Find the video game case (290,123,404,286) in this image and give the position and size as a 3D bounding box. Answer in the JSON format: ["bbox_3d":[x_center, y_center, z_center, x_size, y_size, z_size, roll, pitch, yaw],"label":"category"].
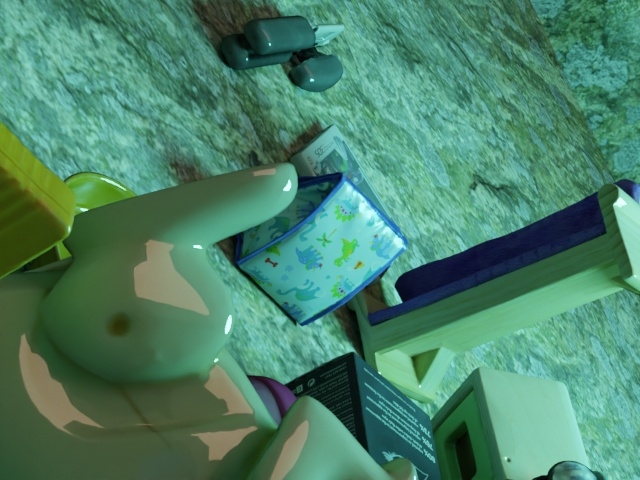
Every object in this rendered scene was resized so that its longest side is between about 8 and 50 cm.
[{"bbox_3d":[0.040,-0.049,2.105,0.190,0.022,0.173,58,22,-7],"label":"video game case"}]

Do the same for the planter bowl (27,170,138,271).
[{"bbox_3d":[-0.185,0.057,1.377,0.217,0.090,0.217,48,24,-31],"label":"planter bowl"}]

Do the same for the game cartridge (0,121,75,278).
[{"bbox_3d":[-0.344,-0.050,0.891,0.324,0.285,0.053,48,24,-29],"label":"game cartridge"}]

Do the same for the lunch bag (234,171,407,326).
[{"bbox_3d":[0.000,0.000,1.780,0.129,0.151,0.096,44,28,-35],"label":"lunch bag"}]

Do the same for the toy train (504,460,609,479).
[{"bbox_3d":[0.240,0.380,1.686,0.190,0.142,0.334,-107,-159,-43],"label":"toy train"}]

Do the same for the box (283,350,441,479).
[{"bbox_3d":[0.042,0.243,1.630,0.153,0.108,0.207,43,28,-39],"label":"box"}]

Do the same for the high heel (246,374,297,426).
[{"bbox_3d":[-0.012,0.289,1.445,0.181,0.127,0.377,28,42,-64],"label":"high heel"}]

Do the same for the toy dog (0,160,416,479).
[{"bbox_3d":[-0.120,0.194,1.077,0.395,0.284,0.408,-16,84,-37],"label":"toy dog"}]

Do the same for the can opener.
[{"bbox_3d":[-0.033,-0.237,2.107,0.095,0.076,0.283,61,22,2],"label":"can opener"}]

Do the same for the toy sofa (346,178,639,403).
[{"bbox_3d":[0.219,0.044,1.930,0.150,0.362,0.177,28,45,-53],"label":"toy sofa"}]

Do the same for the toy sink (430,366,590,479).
[{"bbox_3d":[0.178,0.275,1.828,0.131,0.234,0.153,12,46,-24],"label":"toy sink"}]
